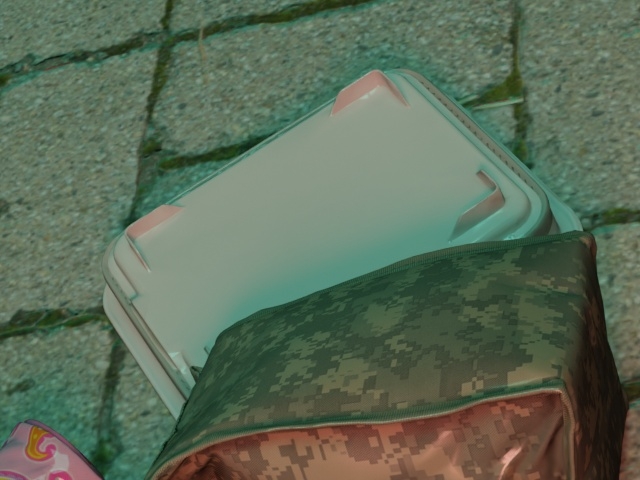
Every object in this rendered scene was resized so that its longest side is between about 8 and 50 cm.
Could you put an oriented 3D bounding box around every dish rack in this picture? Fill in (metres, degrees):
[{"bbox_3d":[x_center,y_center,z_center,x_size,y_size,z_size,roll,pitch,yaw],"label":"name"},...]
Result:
[{"bbox_3d":[0.000,0.000,1.496,0.333,0.072,0.285,-33,43,-7],"label":"dish rack"}]

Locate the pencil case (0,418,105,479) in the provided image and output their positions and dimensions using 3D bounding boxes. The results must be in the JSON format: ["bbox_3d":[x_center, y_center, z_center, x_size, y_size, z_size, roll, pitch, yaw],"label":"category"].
[{"bbox_3d":[-0.256,0.253,1.327,0.124,0.124,0.284,27,64,41],"label":"pencil case"}]

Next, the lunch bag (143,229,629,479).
[{"bbox_3d":[0.038,0.122,1.244,0.287,0.169,0.235,-8,22,14],"label":"lunch bag"}]
